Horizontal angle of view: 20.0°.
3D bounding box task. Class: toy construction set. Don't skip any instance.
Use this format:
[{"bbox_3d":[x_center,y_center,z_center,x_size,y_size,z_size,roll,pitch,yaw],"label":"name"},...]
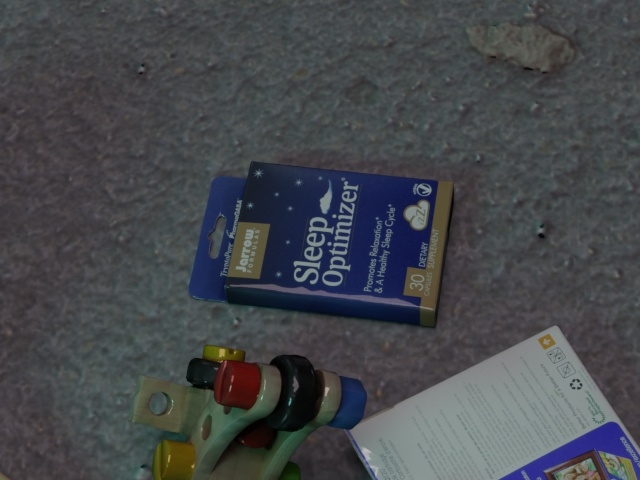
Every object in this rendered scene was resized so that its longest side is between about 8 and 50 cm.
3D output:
[{"bbox_3d":[-0.115,0.207,1.421,0.309,0.257,0.237,-13,13,-23],"label":"toy construction set"}]

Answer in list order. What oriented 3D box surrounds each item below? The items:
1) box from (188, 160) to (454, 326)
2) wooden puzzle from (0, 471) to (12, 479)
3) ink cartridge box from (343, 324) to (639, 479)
[{"bbox_3d":[0.000,0.000,1.620,0.225,0.036,0.136,5,59,8],"label":"box"},{"bbox_3d":[-0.288,0.295,1.428,0.239,0.044,0.221,36,65,1],"label":"wooden puzzle"},{"bbox_3d":[0.157,0.196,1.485,0.208,0.045,0.206,-25,61,-12],"label":"ink cartridge box"}]
